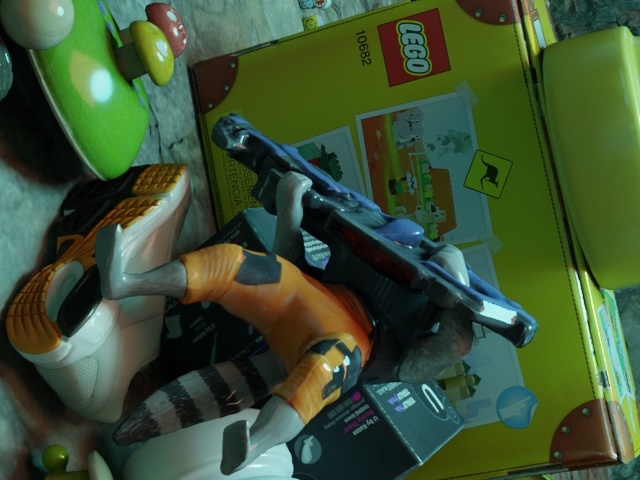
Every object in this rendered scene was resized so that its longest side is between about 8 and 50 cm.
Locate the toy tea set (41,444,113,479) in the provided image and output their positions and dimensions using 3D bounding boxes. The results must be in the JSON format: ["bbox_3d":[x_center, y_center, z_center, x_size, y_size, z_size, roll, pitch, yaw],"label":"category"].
[{"bbox_3d":[-0.171,0.310,0.808,0.200,0.124,0.336,132,-56,-79],"label":"toy tea set"}]

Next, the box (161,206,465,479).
[{"bbox_3d":[-0.014,0.114,1.115,0.270,0.143,0.165,54,20,9],"label":"box"}]

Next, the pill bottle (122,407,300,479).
[{"bbox_3d":[-0.052,0.285,0.931,0.161,0.161,0.283,39,24,-59],"label":"pill bottle"}]

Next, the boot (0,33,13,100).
[{"bbox_3d":[-0.300,-0.172,0.777,0.246,0.083,0.161,69,27,-15],"label":"boot"}]

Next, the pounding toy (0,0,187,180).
[{"bbox_3d":[-0.171,-0.167,0.968,0.237,0.110,0.183,66,3,-54],"label":"pounding toy"}]

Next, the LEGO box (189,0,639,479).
[{"bbox_3d":[0.103,0.010,1.286,0.193,0.372,0.500,8,70,-68],"label":"LEGO box"}]

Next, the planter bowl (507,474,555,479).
[{"bbox_3d":[0.175,0.253,1.455,0.217,0.090,0.217,42,2,-2],"label":"planter bowl"}]

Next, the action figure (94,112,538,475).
[{"bbox_3d":[-0.025,0.042,0.954,0.330,0.341,0.178,-6,126,-45],"label":"action figure"}]

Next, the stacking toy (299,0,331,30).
[{"bbox_3d":[0.001,-0.312,1.682,0.167,0.052,0.221,-19,94,-70],"label":"stacking toy"}]

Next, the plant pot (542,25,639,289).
[{"bbox_3d":[0.364,-0.098,1.165,0.254,0.239,0.254,-13,90,-69],"label":"plant pot"}]

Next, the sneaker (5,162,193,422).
[{"bbox_3d":[-0.165,0.038,0.989,0.262,0.099,0.121,-66,146,-47],"label":"sneaker"}]
